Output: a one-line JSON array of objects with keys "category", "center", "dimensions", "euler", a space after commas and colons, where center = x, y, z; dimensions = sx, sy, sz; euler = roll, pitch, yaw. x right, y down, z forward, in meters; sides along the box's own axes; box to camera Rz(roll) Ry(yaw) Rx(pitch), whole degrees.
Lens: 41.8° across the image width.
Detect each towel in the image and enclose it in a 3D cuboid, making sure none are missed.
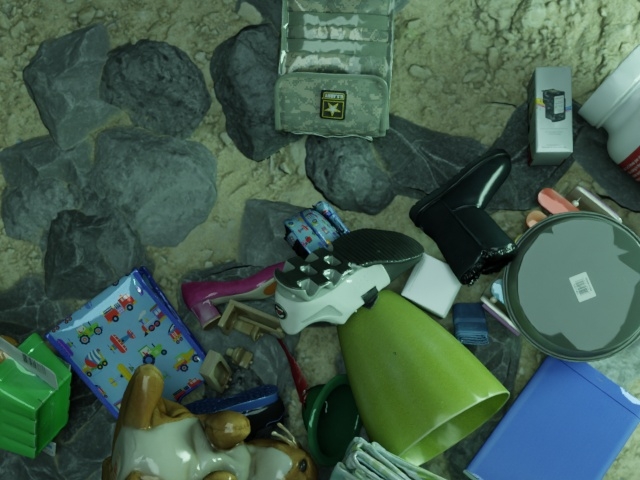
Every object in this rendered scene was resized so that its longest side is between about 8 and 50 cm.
[{"category": "towel", "center": [0.296, 0.166, 1.659], "dimensions": [0.067, 0.119, 0.029], "euler": [3, 119, 4]}, {"category": "towel", "center": [0.158, 0.508, 1.511], "dimensions": [0.320, 0.374, 0.090], "euler": [25, 57, 8]}]

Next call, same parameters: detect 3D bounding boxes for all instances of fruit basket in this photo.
[{"category": "fruit basket", "center": [-0.654, 0.251, 1.648], "dimensions": [0.353, 0.327, 0.165], "euler": [33, 46, 14]}]

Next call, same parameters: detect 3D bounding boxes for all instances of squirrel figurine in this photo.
[{"category": "squirrel figurine", "center": [-0.208, 0.449, 1.576], "dimensions": [0.370, 0.397, 0.281], "euler": [10, 51, -23]}]

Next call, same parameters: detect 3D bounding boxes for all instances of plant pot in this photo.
[{"category": "plant pot", "center": [0.161, 0.250, 1.601], "dimensions": [0.275, 0.275, 0.293], "euler": [-34, 66, 0]}]

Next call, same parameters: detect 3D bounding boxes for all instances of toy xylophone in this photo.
[{"category": "toy xylophone", "center": [0.479, 0.059, 1.671], "dimensions": [0.236, 0.081, 0.322], "euler": [32, 87, 7]}]

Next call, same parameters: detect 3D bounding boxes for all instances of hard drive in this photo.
[{"category": "hard drive", "center": [0.452, 0.382, 1.605], "dimensions": [0.210, 0.040, 0.318], "euler": [37, 72, 14]}]

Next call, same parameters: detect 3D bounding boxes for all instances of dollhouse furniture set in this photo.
[{"category": "dollhouse furniture set", "center": [-0.144, 0.229, 1.654], "dimensions": [0.123, 0.144, 0.151], "euler": [19, 67, 17]}]

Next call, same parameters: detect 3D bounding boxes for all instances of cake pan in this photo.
[{"category": "cake pan", "center": [0.497, 0.086, 1.592], "dimensions": [0.293, 0.054, 0.293], "euler": [-1, 85, 7]}]

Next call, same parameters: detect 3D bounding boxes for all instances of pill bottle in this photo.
[{"category": "pill bottle", "center": [0.710, -0.183, 1.608], "dimensions": [0.408, 0.229, 0.229], "euler": [42, 88, 7]}]

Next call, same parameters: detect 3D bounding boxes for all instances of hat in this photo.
[{"category": "hat", "center": [-0.030, 0.332, 1.690], "dimensions": [0.183, 0.173, 0.208], "euler": [6, 60, 37]}]

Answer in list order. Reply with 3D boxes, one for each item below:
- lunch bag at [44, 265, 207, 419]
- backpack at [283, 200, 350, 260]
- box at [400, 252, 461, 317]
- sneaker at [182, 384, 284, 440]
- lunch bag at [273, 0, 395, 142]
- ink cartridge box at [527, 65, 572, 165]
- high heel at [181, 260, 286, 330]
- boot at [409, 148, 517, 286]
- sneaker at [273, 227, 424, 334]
[{"category": "lunch bag", "center": [-0.368, 0.234, 1.699], "dimensions": [0.221, 0.138, 0.293], "euler": [-36, 93, -3]}, {"category": "backpack", "center": [0.000, 0.000, 1.666], "dimensions": [0.117, 0.173, 0.158], "euler": [-37, 81, -1]}, {"category": "box", "center": [0.225, 0.092, 1.682], "dimensions": [0.102, 0.087, 0.101], "euler": [28, 86, 7]}, {"category": "sneaker", "center": [-0.185, 0.362, 1.675], "dimensions": [0.232, 0.081, 0.090], "euler": [-13, 106, -1]}, {"category": "lunch bag", "center": [0.028, -0.349, 1.712], "dimensions": [0.235, 0.169, 0.287], "euler": [3, 91, 1]}, {"category": "ink cartridge box", "center": [0.459, -0.248, 1.686], "dimensions": [0.072, 0.127, 0.175], "euler": [0, 82, 7]}, {"category": "high heel", "center": [-0.166, 0.080, 1.728], "dimensions": [0.244, 0.082, 0.117], "euler": [-33, 66, 0]}, {"category": "boot", "center": [0.324, -0.043, 1.646], "dimensions": [0.246, 0.094, 0.207], "euler": [-34, 57, -5]}, {"category": "sneaker", "center": [0.050, 0.079, 1.568], "dimensions": [0.330, 0.146, 0.122], "euler": [-18, 40, -30]}]
